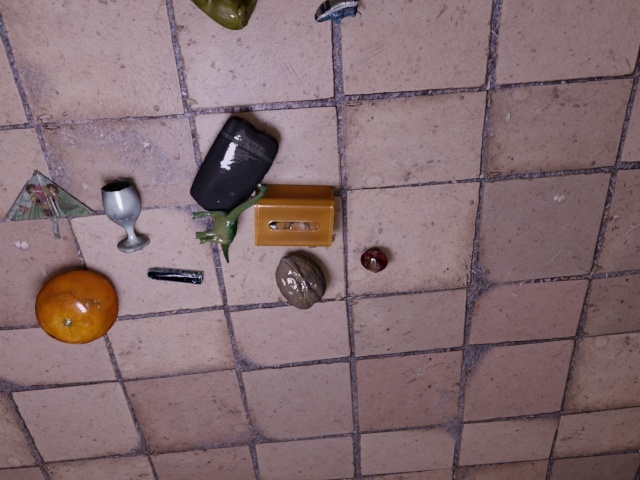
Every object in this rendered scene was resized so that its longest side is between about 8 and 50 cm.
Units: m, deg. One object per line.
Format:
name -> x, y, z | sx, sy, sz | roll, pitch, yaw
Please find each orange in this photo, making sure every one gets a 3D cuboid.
orange -> -0.895, 0.243, 1.943 | 0.284, 0.226, 0.283 | -3, 116, -7

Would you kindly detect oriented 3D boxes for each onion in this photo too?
onion -> 0.205, 0.074, 2.008 | 0.107, 0.097, 0.107 | 17, 155, 8

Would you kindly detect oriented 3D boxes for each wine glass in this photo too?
wine glass -> -0.679, -0.087, 1.835 | 0.127, 0.126, 0.241 | -4, 121, -2

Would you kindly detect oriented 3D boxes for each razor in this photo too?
razor -> -0.294, -0.239, 1.782 | 0.204, 0.113, 0.349 | 25, 114, -21

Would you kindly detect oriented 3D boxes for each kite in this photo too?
kite -> -0.964, -0.122, 1.858 | 0.323, 0.013, 0.267 | -4, 118, 1

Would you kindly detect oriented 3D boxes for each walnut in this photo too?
walnut -> -0.078, 0.147, 1.988 | 0.178, 0.178, 0.230 | -31, 112, 13

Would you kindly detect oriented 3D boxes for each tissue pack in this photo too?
tissue pack -> -0.096, -0.082, 1.870 | 0.275, 0.145, 0.194 | 1, 121, -4

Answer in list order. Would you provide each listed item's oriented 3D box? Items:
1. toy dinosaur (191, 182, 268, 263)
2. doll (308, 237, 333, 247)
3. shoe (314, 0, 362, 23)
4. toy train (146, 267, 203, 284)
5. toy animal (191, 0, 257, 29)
toy dinosaur -> -0.282, -0.053, 1.829 | 0.301, 0.087, 0.447 | -10, 150, 4
doll -> 0.001, 0.009, 1.975 | 0.093, 0.051, 0.061 | 10, 158, 3
shoe -> 0.051, -0.690, 1.591 | 0.143, 0.063, 0.071 | -15, 137, 10
toy train -> -0.554, 0.134, 2.009 | 0.208, 0.047, 0.043 | 6, 117, -6
toy animal -> -0.337, -0.736, 1.462 | 0.363, 0.180, 0.181 | 28, 77, -23
